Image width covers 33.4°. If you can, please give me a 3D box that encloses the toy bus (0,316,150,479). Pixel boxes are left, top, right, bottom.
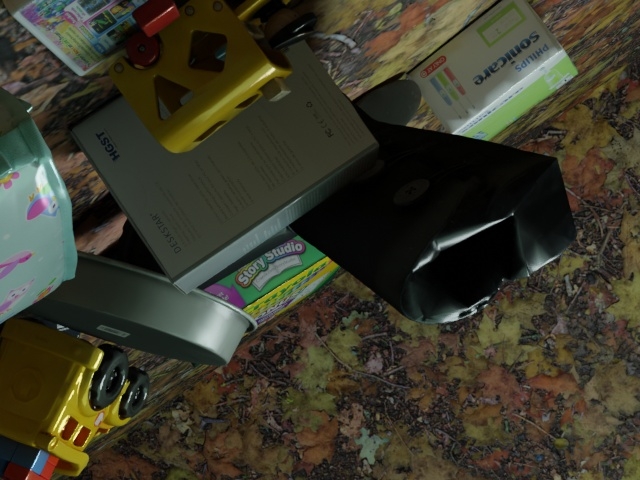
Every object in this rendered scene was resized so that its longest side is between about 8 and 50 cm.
[{"bbox_3d":[-0.327,0.223,1.319,0.220,0.149,0.211,67,40,-66],"label":"toy bus"}]

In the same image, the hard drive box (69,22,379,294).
[{"bbox_3d":[-0.089,-0.089,1.023,0.232,0.181,0.089,-34,172,-5],"label":"hard drive box"}]

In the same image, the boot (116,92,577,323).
[{"bbox_3d":[0.001,-0.002,1.145,0.367,0.146,0.445,-43,-144,-10],"label":"boot"}]

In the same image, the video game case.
[{"bbox_3d":[-0.148,-0.189,0.795,0.143,0.019,0.157,-35,172,0],"label":"video game case"}]

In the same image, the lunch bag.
[{"bbox_3d":[-0.301,-0.001,0.777,0.223,0.160,0.262,-31,176,-19],"label":"lunch bag"}]

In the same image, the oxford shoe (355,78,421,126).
[{"bbox_3d":[0.054,-0.170,1.574,0.212,0.076,0.076,-36,-158,-6],"label":"oxford shoe"}]

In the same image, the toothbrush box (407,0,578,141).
[{"bbox_3d":[0.280,-0.263,1.683,0.206,0.122,0.283,-37,172,16],"label":"toothbrush box"}]

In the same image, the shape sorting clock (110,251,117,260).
[{"bbox_3d":[-0.243,0.023,1.516,0.206,0.040,0.206,-34,171,-6],"label":"shape sorting clock"}]

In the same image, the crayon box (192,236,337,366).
[{"bbox_3d":[-0.117,0.091,2.151,0.363,0.106,0.313,-32,171,-19],"label":"crayon box"}]

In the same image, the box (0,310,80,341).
[{"bbox_3d":[-0.401,0.177,1.397,0.220,0.051,0.175,-6,110,-73],"label":"box"}]

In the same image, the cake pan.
[{"bbox_3d":[-0.217,0.077,1.184,0.293,0.293,0.054,109,-3,-76],"label":"cake pan"}]

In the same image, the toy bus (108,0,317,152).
[{"bbox_3d":[-0.068,-0.157,0.875,0.191,0.104,0.202,-36,180,-30],"label":"toy bus"}]
